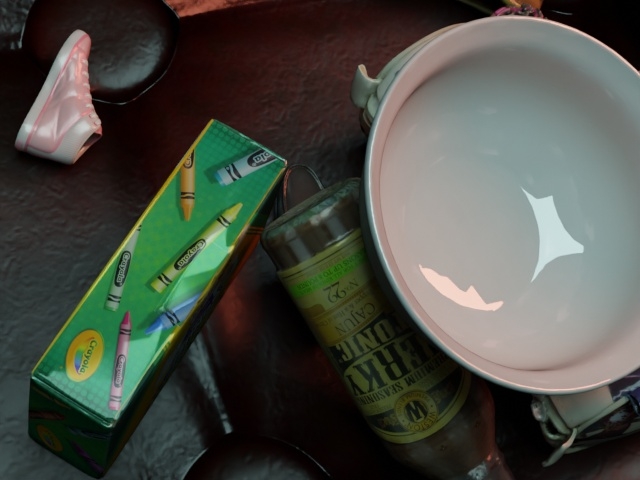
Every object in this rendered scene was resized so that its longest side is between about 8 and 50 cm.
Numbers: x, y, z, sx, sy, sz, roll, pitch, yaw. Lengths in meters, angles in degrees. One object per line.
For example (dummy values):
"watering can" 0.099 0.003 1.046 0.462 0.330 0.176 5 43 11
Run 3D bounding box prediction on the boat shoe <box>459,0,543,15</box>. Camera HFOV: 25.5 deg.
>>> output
"boat shoe" 0.095 -0.315 1.448 0.307 0.111 0.104 19 78 3

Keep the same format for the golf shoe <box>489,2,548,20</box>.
"golf shoe" 0.234 -0.156 1.394 0.067 0.086 0.186 -28 50 -6

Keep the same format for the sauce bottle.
"sauce bottle" 0.078 0.114 1.214 0.111 0.111 0.344 -35 96 -24

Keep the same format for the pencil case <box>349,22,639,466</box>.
"pencil case" 0.187 -0.005 1.302 0.183 0.160 0.410 -18 71 -39

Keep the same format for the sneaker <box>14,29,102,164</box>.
"sneaker" -0.229 -0.130 1.328 0.070 0.051 0.134 23 67 -4

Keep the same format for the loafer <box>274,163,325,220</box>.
"loafer" 0.000 0.000 1.313 0.062 0.061 0.170 -12 70 -18

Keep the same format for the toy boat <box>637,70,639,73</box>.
"toy boat" 0.382 -0.224 1.423 0.318 0.148 0.267 -45 118 -11

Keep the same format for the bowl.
"bowl" 0.148 -0.018 1.133 0.298 0.134 0.298 5 76 -20

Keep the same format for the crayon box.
"crayon box" -0.140 0.051 1.202 0.081 0.165 0.278 31 64 2
